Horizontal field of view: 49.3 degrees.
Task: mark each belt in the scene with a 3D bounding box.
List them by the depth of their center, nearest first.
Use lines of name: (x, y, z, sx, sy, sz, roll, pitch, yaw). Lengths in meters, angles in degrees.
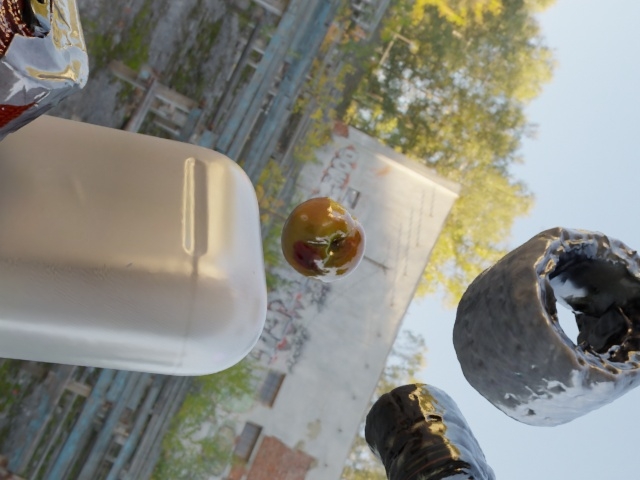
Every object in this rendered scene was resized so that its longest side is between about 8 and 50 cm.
belt: (-0.271, -0.186, 0.582, 0.124, 0.128, 0.201, -26, -116, 21)

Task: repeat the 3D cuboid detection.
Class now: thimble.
thimble: (0.299, 0.102, 0.856, 0.157, 0.245, 0.217, -47, -120, 53)

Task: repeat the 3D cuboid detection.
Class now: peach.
peach: (0.000, 0.000, 1.118, 0.138, 0.138, 0.138, -61, -171, 17)

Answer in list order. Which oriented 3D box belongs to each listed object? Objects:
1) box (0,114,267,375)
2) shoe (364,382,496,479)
box: (-0.229, -0.003, 0.715, 0.289, 0.348, 0.141, -101, -152, -45)
shoe: (0.206, 0.405, 1.153, 0.171, 0.384, 0.237, -31, -147, 5)
